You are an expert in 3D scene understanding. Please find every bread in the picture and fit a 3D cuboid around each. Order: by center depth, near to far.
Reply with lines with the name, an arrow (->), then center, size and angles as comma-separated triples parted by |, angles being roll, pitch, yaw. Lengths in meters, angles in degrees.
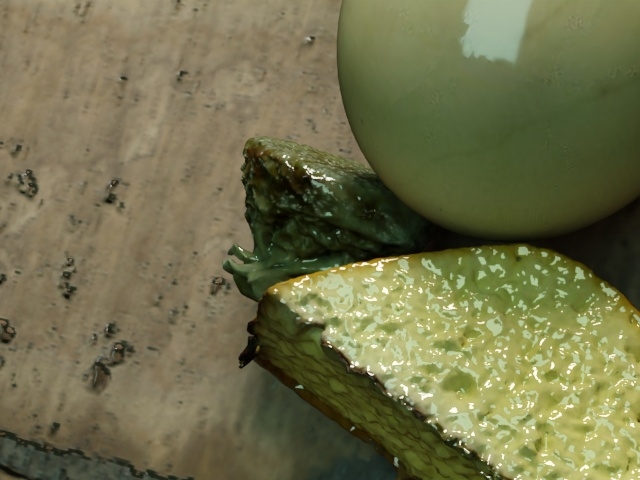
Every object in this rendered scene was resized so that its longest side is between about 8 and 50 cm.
bread -> 0.095, 0.074, 0.873 | 0.260, 0.129, 0.134 | 34, 69, 15

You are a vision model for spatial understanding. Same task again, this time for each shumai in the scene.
shumai -> -0.001, 0.000, 0.951 | 0.124, 0.099, 0.087 | 31, 104, 61

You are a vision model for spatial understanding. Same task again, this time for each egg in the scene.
egg -> 0.107, -0.110, 0.889 | 0.186, 0.186, 0.241 | 16, 59, 23
